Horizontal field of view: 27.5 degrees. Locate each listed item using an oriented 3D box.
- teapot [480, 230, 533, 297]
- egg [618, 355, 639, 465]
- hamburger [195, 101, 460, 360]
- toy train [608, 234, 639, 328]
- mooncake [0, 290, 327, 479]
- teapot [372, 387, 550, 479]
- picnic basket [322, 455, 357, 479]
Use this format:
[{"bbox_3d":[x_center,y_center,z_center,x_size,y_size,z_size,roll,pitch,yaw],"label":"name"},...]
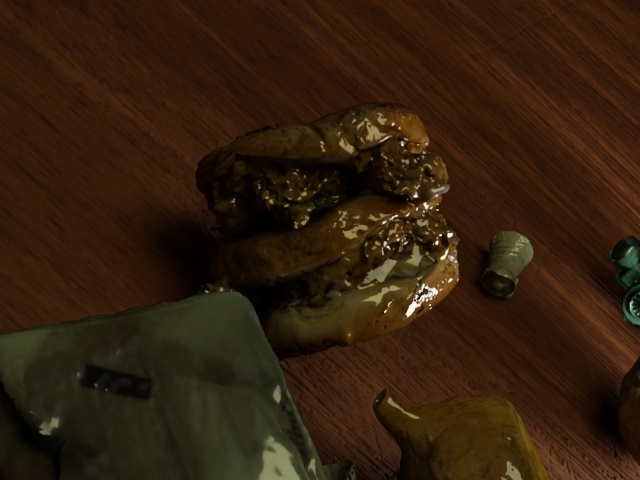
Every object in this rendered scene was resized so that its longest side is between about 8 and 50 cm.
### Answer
[{"bbox_3d":[0.226,0.036,1.602,0.083,0.057,0.067,-57,132,-47],"label":"teapot"},{"bbox_3d":[0.464,0.202,1.579,0.233,0.195,0.195,-11,65,-32],"label":"egg"},{"bbox_3d":[-0.006,-0.007,1.238,0.260,0.245,0.211,-18,93,-28],"label":"hamburger"},{"bbox_3d":[0.530,0.090,1.750,0.307,0.189,0.126,44,35,-10],"label":"toy train"},{"bbox_3d":[-0.126,0.176,1.012,0.254,0.136,0.250,-12,60,-24],"label":"mooncake"},{"bbox_3d":[0.139,0.266,1.228,0.203,0.167,0.311,-86,151,-73],"label":"teapot"},{"bbox_3d":[0.008,0.226,1.191,0.083,0.065,0.083,53,37,-25],"label":"picnic basket"}]
